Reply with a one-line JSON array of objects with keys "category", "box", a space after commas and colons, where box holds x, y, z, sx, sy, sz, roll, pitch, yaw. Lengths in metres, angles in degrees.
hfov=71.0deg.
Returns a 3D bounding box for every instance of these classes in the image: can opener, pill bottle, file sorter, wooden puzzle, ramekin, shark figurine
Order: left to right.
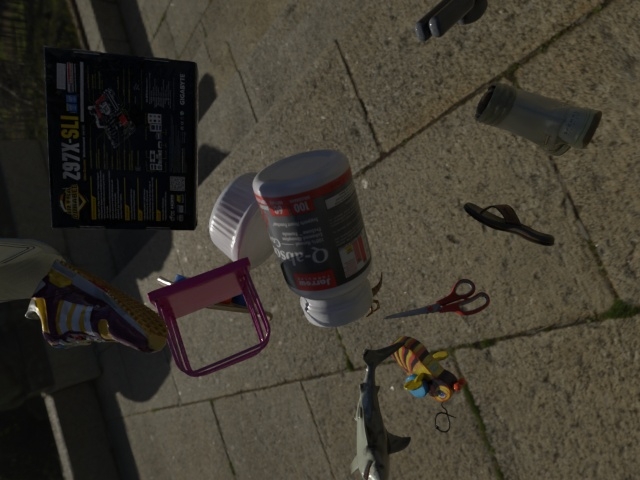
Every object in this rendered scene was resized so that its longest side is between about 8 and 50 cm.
[{"category": "wooden puzzle", "box": [-0.387, 0.200, 1.679, 0.322, 0.348, 0.080, 13, 82, 43]}, {"category": "file sorter", "box": [-0.227, 0.187, 0.986, 0.290, 0.202, 0.182, 121, 127, -70]}, {"category": "ramekin", "box": [-0.189, -0.064, 1.238, 0.127, 0.273, 0.273, 30, 123, 16]}, {"category": "pill bottle", "box": [0.000, 0.000, 1.004, 0.210, 0.210, 0.363, 12, 128, 45]}, {"category": "shark figurine", "box": [0.123, 0.349, 0.874, 0.166, 0.116, 0.278, 103, 175, -49]}, {"category": "can opener", "box": [0.323, -0.523, 1.041, 0.076, 0.283, 0.095, 8, 137, 47]}]

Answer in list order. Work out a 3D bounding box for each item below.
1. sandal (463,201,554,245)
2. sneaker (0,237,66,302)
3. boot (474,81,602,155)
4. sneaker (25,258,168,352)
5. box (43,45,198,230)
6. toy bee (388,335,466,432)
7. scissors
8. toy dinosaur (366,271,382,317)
[{"category": "sandal", "box": [0.452, -0.051, 1.067, 0.219, 0.090, 0.060, 25, 111, 20]}, {"category": "sneaker", "box": [-0.422, 0.038, 0.514, 0.086, 0.237, 0.085, 19, 100, 28]}, {"category": "boot", "box": [0.339, -0.200, 0.736, 0.165, 0.213, 0.077, 21, 103, 10]}, {"category": "sneaker", "box": [-0.249, 0.093, 0.498, 0.185, 0.069, 0.084, 24, 79, 28]}, {"category": "box", "box": [-0.364, -0.180, 0.849, 0.079, 0.257, 0.322, -140, 52, -75]}, {"category": "toy bee", "box": [0.343, 0.399, 1.321, 0.298, 0.195, 0.162, 40, 138, -8]}, {"category": "scissors", "box": [0.327, 0.194, 1.248, 0.021, 0.297, 0.109, 83, 162, -55]}, {"category": "toy dinosaur", "box": [0.159, 0.189, 1.509, 0.112, 0.211, 0.064, 58, 162, 16]}]
